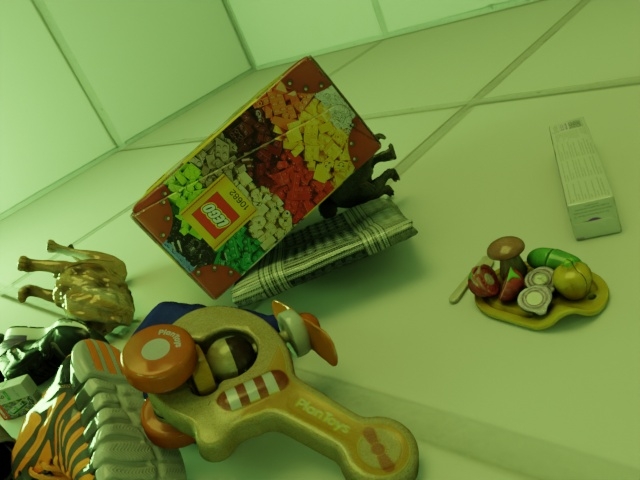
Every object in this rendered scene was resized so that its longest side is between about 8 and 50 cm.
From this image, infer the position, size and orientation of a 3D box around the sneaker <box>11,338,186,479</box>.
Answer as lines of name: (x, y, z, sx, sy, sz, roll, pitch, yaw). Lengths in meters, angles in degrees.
sneaker: (-0.288, 0.292, 0.766, 0.180, 0.125, 0.321, -50, 44, 9)

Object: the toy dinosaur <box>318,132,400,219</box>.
toy dinosaur: (0.070, -0.112, 1.190, 0.160, 0.121, 0.313, -31, 3, -18)

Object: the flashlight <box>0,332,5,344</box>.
flashlight: (-0.812, 0.257, 1.303, 0.304, 0.103, 0.103, -12, 1, 27)

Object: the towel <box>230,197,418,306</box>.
towel: (0.000, 0.000, 1.065, 0.312, 0.056, 0.324, -23, 10, 3)

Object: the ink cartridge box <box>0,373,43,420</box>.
ink cartridge box: (-0.553, 0.283, 1.061, 0.115, 0.062, 0.029, -19, 23, 11)

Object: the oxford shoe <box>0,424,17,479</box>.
oxford shoe: (-0.503, 0.313, 0.868, 0.133, 0.129, 0.364, 4, 11, -16)

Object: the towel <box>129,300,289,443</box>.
towel: (-0.206, 0.197, 0.927, 0.308, 0.076, 0.227, 0, 41, 40)

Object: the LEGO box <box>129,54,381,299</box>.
LEGO box: (-0.150, -0.127, 1.158, 0.372, 0.193, 0.500, -43, 15, -5)

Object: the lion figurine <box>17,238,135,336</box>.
lion figurine: (-0.501, 0.083, 1.318, 0.240, 0.142, 0.392, 9, 17, -8)

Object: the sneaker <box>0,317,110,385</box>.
sneaker: (-0.512, 0.230, 1.121, 0.283, 0.107, 0.124, -12, 42, 32)

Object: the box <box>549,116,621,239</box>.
box: (0.425, -0.113, 0.984, 0.067, 0.063, 0.324, -15, 26, 22)

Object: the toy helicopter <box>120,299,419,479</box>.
toy helicopter: (-0.040, 0.174, 0.707, 0.355, 0.140, 0.235, 22, 44, 27)

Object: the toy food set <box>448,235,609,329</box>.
toy food set: (0.266, 0.044, 0.802, 0.128, 0.071, 0.218, -37, 28, -27)

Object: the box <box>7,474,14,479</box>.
box: (-0.457, 0.351, 0.881, 0.116, 0.029, 0.162, 3, 35, 47)
